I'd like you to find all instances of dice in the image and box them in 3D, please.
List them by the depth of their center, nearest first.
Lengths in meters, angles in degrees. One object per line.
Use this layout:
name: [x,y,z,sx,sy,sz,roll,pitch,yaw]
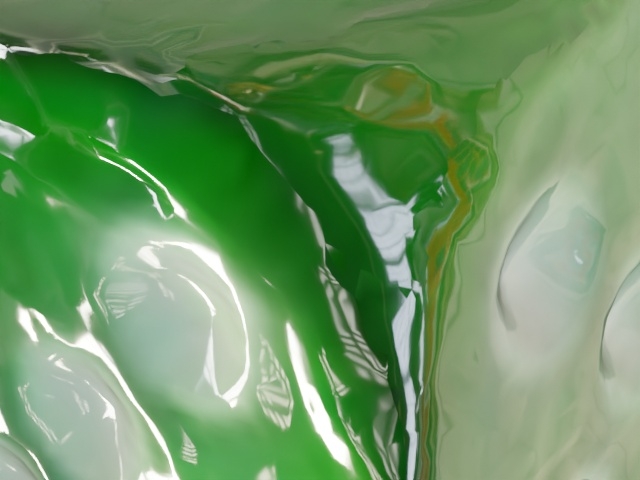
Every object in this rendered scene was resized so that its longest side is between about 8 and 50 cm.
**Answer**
dice: [0.000,0.000,0.753,0.297,0.287,0.300,17,129,35]
